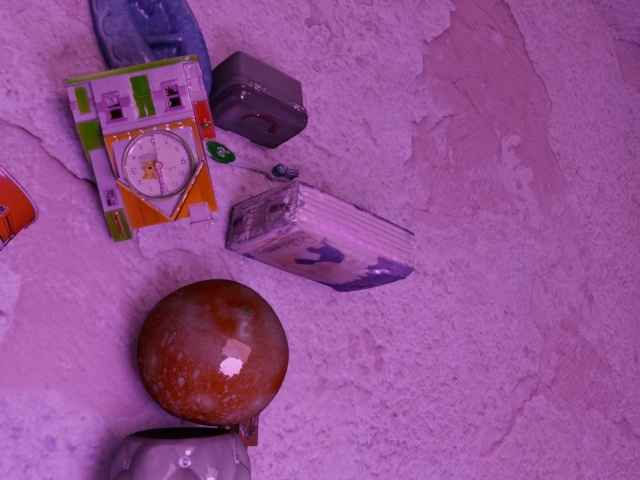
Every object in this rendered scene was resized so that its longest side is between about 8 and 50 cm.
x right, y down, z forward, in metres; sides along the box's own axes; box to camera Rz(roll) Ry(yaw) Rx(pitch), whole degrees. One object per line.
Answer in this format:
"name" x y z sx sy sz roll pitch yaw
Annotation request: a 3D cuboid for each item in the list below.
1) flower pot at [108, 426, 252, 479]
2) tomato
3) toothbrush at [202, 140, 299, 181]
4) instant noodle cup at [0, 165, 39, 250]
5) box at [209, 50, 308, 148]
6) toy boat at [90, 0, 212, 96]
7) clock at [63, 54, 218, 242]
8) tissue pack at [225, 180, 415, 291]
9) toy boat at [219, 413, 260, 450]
"flower pot" -0.231 0.416 1.191 0.246 0.246 0.195 7 78 -41
"tomato" -0.182 0.188 1.280 0.270 0.222 0.270 18 45 -19
"toothbrush" -0.224 -0.186 1.511 0.418 0.040 0.042 14 66 -34
"instant noodle cup" -0.565 -0.030 1.024 0.250 0.250 0.192 42 62 -26
"box" -0.137 -0.299 1.544 0.210 0.148 0.129 20 57 -40
"toy boat" -0.318 -0.402 1.424 0.215 0.123 0.330 -16 88 -45
"clock" -0.299 -0.156 1.301 0.235 0.166 0.309 -13 98 -6
"tissue pack" 0.000 0.000 1.513 0.344 0.242 0.125 23 64 -35
"toy boat" -0.155 0.363 1.379 0.057 0.077 0.200 16 67 -39
